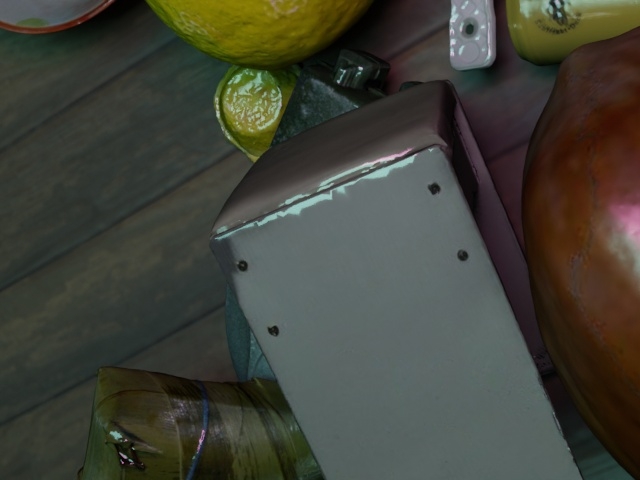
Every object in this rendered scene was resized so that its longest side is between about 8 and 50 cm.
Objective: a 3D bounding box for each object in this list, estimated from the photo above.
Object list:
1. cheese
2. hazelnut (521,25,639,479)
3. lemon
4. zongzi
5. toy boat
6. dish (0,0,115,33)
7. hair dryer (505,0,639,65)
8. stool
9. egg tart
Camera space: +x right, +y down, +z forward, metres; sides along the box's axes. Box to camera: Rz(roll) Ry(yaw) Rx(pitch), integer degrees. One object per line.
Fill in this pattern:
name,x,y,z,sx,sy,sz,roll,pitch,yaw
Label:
cheese,0.126,-0.266,1.172,0.127,0.050,0.255,-6,82,35
hazelnut,0.297,0.020,0.943,0.366,0.366,0.365,-1,88,25
lemon,-0.044,-0.254,1.173,0.240,0.240,0.219,-11,122,24
zongzi,-0.075,0.230,1.243,0.125,0.274,0.250,-108,28,-51
toy boat,0.000,0.000,1.218,0.141,0.092,0.319,31,108,21
dish,-0.237,-0.316,1.337,0.260,0.085,0.260,-1,88,22
hair dryer,0.228,-0.092,1.123,0.135,0.090,0.278,-4,93,24
stool,0.065,0.046,1.042,0.170,0.243,0.269,-22,102,13
egg tart,-0.054,-0.122,1.271,0.105,0.039,0.105,-1,87,23
